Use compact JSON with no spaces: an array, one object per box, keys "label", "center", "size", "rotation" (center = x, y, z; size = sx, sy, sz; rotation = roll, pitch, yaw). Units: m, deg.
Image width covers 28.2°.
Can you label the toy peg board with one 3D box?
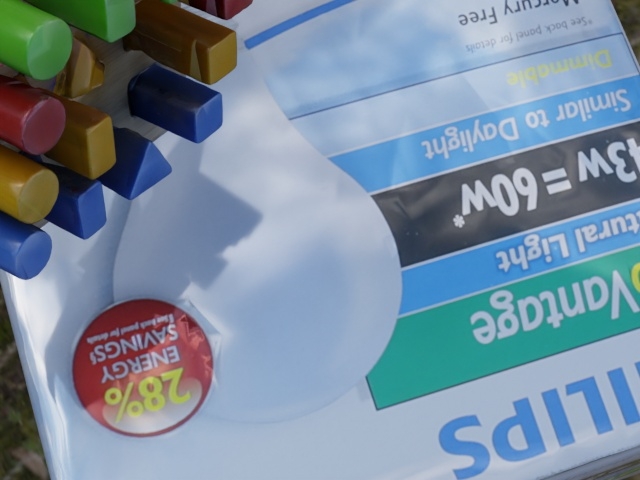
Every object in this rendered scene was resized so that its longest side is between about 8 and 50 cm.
[{"label":"toy peg board","center":[-0.085,-0.063,0.471],"size":[0.161,0.079,0.161],"rotation":[-43,148,-37]}]

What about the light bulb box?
[{"label":"light bulb box","center":[0.000,0.000,0.733],"size":[0.357,0.225,0.361],"rotation":[-17,73,-9]}]
